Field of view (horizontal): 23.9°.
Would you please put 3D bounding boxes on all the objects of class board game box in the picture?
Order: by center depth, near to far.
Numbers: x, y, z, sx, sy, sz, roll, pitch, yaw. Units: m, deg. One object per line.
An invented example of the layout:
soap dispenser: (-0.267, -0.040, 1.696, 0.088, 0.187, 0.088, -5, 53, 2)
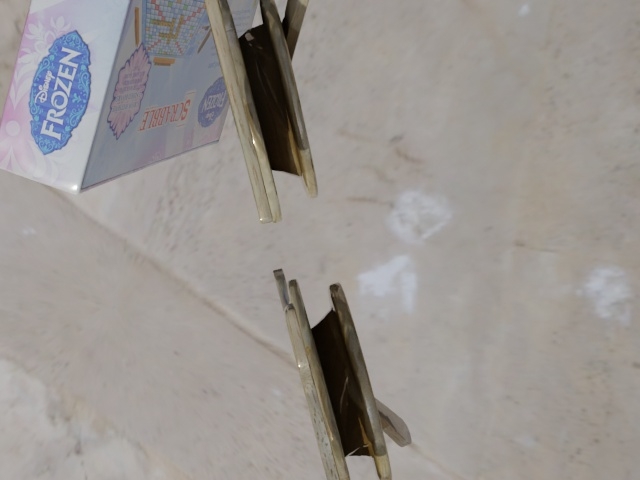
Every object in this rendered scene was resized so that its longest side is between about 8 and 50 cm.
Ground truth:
board game box: (-0.098, -0.208, 1.038, 0.066, 0.319, 0.318, 19, 102, 9)

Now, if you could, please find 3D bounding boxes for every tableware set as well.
tableware set: (0.000, 0.000, 0.540, 0.039, 0.128, 0.194, -15, 96, -2)
